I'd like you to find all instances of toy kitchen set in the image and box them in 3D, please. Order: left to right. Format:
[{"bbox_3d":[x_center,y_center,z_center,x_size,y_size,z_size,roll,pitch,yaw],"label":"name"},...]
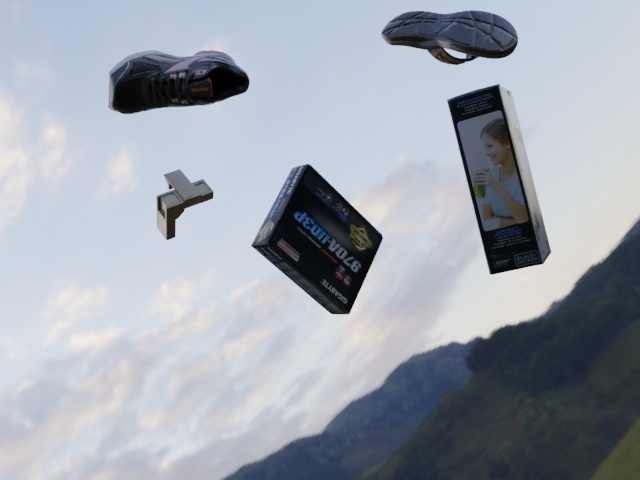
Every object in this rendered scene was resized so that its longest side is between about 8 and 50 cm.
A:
[{"bbox_3d":[-0.225,-0.061,1.235,0.083,0.068,0.075,-24,-34,-29],"label":"toy kitchen set"}]

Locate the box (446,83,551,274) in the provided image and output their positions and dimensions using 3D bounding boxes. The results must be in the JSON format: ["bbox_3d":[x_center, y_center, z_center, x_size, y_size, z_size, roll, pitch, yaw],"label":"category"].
[{"bbox_3d":[0.298,-0.101,1.276,0.087,0.290,0.169,-13,2,22],"label":"box"}]

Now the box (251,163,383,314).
[{"bbox_3d":[0.000,0.000,1.368,0.051,0.220,0.175,-8,48,48],"label":"box"}]

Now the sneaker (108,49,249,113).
[{"bbox_3d":[-0.164,-0.190,0.922,0.178,0.077,0.072,-22,-56,-29],"label":"sneaker"}]

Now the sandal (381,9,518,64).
[{"bbox_3d":[0.185,-0.283,1.111,0.090,0.219,0.060,-51,-44,-30],"label":"sandal"}]
